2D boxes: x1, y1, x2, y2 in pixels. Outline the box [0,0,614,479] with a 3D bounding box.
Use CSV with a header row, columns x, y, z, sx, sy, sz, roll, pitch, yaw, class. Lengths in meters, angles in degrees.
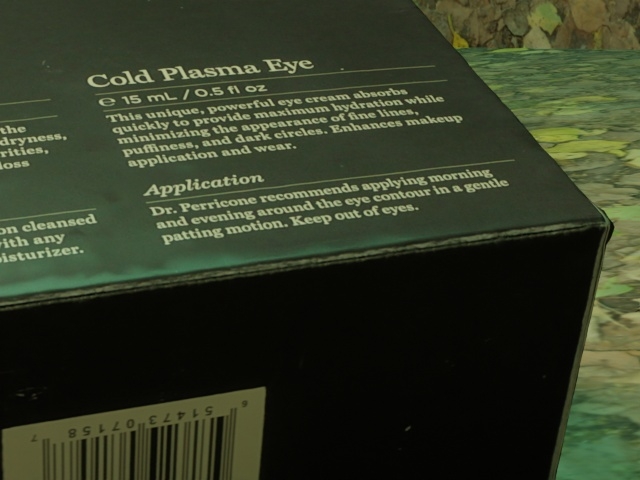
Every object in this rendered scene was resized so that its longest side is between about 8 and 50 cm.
x,y,z,sx,sy,sz,roll,pitch,yaw,class
-0.110,-0.001,0.688,0.343,0.179,0.312,-7,37,-18,box
